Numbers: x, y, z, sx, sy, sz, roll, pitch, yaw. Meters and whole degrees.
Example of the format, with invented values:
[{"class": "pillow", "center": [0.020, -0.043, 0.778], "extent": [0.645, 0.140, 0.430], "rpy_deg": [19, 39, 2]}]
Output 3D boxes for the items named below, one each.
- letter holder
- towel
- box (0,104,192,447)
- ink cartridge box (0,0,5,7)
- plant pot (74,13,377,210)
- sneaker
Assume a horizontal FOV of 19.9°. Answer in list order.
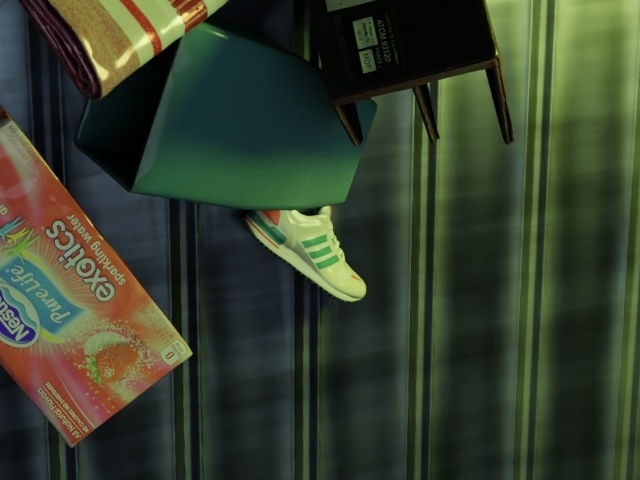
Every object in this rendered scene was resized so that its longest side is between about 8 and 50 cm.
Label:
[{"class": "letter holder", "center": [0.072, -0.237, 1.690], "extent": [0.152, 0.302, 0.214], "rpy_deg": [-14, 158, 7]}, {"class": "towel", "center": [-0.159, -0.291, 1.558], "extent": [0.237, 0.037, 0.329], "rpy_deg": [58, 44, -13]}, {"class": "box", "center": [-0.276, 0.024, 1.700], "extent": [0.154, 0.142, 0.300], "rpy_deg": [-37, 118, -6]}, {"class": "ink cartridge box", "center": [-0.351, -0.245, 1.584], "extent": [0.158, 0.092, 0.218], "rpy_deg": [35, 102, -22]}, {"class": "plant pot", "center": [-0.078, -0.121, 1.726], "extent": [0.234, 0.165, 0.165], "rpy_deg": [13, 102, -29]}, {"class": "sneaker", "center": [0.000, 0.000, 1.856], "extent": [0.161, 0.057, 0.075], "rpy_deg": [36, 97, -26]}]
